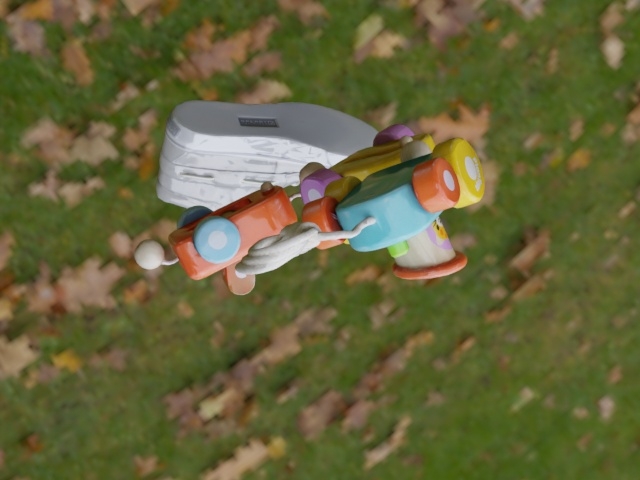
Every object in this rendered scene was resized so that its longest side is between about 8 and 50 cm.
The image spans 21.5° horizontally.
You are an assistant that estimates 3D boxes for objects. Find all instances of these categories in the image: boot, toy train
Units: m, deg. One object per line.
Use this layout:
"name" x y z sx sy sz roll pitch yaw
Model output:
"boot" -0.061 -0.087 1.940 0.258 0.095 0.123 6 130 -16
"toy train" 0.000 0.000 0.659 0.125 0.046 0.166 -27 -168 -12
